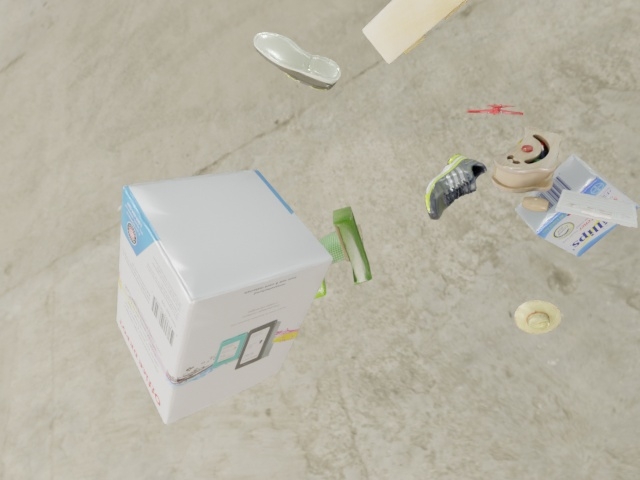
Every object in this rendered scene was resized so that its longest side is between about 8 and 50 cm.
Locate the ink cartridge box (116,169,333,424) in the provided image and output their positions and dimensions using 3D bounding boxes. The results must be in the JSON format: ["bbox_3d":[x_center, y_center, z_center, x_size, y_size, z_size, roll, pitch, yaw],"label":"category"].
[{"bbox_3d":[-0.151,0.074,0.643,0.198,0.197,0.270,50,135,29],"label":"ink cartridge box"}]

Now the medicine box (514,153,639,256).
[{"bbox_3d":[0.891,-0.114,1.604,0.263,0.289,0.149,-52,35,28],"label":"medicine box"}]

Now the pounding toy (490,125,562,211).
[{"bbox_3d":[0.552,-0.177,1.253,0.154,0.154,0.269,12,50,23],"label":"pounding toy"}]

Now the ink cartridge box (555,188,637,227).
[{"bbox_3d":[0.564,-0.053,0.946,0.145,0.179,0.045,18,119,26],"label":"ink cartridge box"}]

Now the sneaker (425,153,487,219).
[{"bbox_3d":[0.455,-0.184,1.556,0.121,0.111,0.300,15,58,43],"label":"sneaker"}]

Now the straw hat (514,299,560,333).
[{"bbox_3d":[0.730,0.272,1.539,0.145,0.144,0.061,-16,18,22],"label":"straw hat"}]

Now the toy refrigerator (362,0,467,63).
[{"bbox_3d":[0.213,-0.450,0.836,0.270,0.094,0.102,-29,21,44],"label":"toy refrigerator"}]

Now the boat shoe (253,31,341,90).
[{"bbox_3d":[-0.085,-0.593,1.545,0.091,0.305,0.109,141,148,-69],"label":"boat shoe"}]

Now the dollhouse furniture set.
[{"bbox_3d":[0.000,0.000,1.108,0.198,0.151,0.301,-19,18,8],"label":"dollhouse furniture set"}]

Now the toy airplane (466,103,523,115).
[{"bbox_3d":[0.468,-0.350,1.228,0.151,0.151,0.028,14,109,34],"label":"toy airplane"}]
